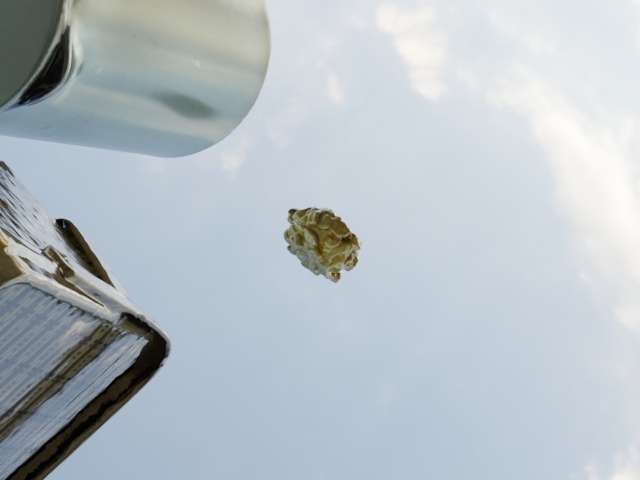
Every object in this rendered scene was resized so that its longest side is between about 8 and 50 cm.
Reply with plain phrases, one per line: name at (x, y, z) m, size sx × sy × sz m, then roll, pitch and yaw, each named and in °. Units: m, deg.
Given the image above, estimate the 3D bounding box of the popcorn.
popcorn at (0.000, 0.000, 1.059) m, size 0.083 × 0.082 × 0.057 m, roll 40°, pitch -96°, yaw 4°

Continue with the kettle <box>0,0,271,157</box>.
kettle at (-0.206, -0.199, 0.880) m, size 0.318 × 0.205 × 0.265 m, roll -7°, pitch -103°, yaw -67°

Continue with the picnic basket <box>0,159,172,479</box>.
picnic basket at (-0.221, 0.059, 0.554) m, size 0.228 × 0.313 × 0.175 m, roll -42°, pitch -102°, yaw -6°
